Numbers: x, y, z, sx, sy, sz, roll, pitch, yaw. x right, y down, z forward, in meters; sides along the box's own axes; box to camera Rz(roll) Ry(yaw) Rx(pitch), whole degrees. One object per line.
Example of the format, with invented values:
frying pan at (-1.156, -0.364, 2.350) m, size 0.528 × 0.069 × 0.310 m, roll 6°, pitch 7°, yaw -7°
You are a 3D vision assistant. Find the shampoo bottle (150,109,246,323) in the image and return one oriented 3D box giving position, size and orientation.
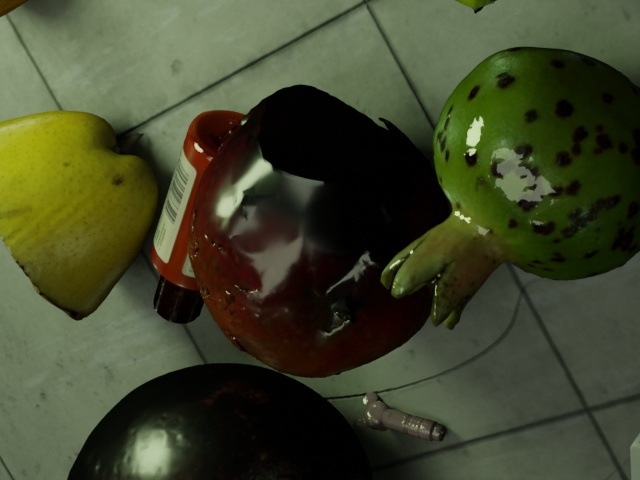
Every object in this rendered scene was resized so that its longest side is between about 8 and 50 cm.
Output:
shampoo bottle at (-0.137, -0.016, 1.934) m, size 0.104 × 0.104 × 0.278 m, roll 35°, pitch 130°, yaw 16°

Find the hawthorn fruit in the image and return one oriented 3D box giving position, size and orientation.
hawthorn fruit at (-0.002, -0.010, 1.724) m, size 0.316 × 0.316 × 0.316 m, roll 18°, pitch 124°, yaw 29°

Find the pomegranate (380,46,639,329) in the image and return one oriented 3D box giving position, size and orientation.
pomegranate at (0.206, -0.037, 1.568) m, size 0.231 × 0.231 × 0.286 m, roll 24°, pitch 96°, yaw 25°

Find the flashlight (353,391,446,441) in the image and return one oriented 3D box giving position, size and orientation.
flashlight at (0.095, 0.214, 1.940) m, size 0.110 × 0.052 × 0.031 m, roll 14°, pitch 158°, yaw 24°

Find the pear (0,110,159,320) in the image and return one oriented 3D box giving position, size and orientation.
pear at (-0.282, -0.051, 1.987) m, size 0.178 × 0.267 × 0.267 m, roll -24°, pitch 100°, yaw 18°

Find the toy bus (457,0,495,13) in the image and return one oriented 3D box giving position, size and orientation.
toy bus at (0.089, -0.325, 1.560) m, size 0.262 × 0.150 × 0.128 m, roll 28°, pitch 130°, yaw 21°

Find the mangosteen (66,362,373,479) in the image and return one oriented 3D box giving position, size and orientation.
mangosteen at (-0.114, 0.357, 1.917) m, size 0.382 × 0.435 × 0.382 m, roll -4°, pitch 143°, yaw -3°

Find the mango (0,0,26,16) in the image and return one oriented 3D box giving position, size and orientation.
mango at (-0.432, -0.357, 1.916) m, size 0.166 × 0.136 × 0.236 m, roll 20°, pitch 155°, yaw 39°

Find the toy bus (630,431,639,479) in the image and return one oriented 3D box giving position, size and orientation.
toy bus at (0.390, 0.296, 1.687) m, size 0.113 × 0.139 × 0.302 m, roll 12°, pitch 123°, yaw 35°
